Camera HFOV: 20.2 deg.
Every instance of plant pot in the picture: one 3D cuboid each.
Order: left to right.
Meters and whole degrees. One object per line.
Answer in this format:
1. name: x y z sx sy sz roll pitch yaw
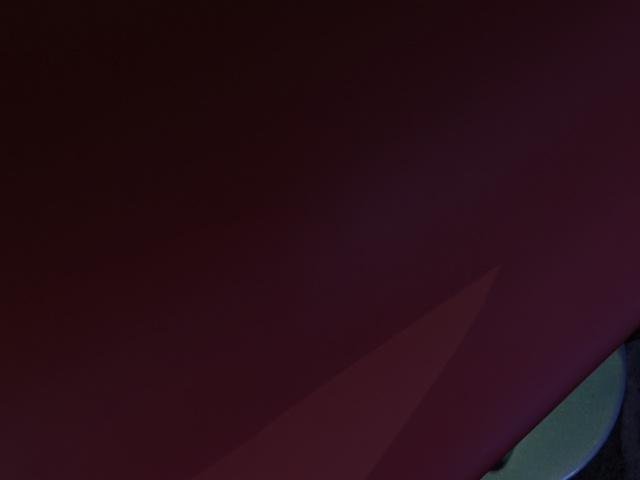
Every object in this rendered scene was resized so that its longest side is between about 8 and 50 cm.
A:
1. plant pot: -0.016 -0.032 0.512 0.243 0.275 0.275 -32 178 -8

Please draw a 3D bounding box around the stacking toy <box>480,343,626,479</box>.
1. stacking toy: 0.000 0.000 0.891 0.280 0.308 0.130 -14 169 2
